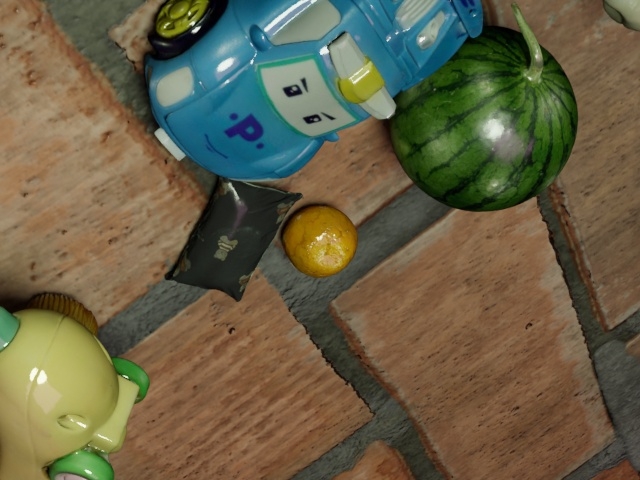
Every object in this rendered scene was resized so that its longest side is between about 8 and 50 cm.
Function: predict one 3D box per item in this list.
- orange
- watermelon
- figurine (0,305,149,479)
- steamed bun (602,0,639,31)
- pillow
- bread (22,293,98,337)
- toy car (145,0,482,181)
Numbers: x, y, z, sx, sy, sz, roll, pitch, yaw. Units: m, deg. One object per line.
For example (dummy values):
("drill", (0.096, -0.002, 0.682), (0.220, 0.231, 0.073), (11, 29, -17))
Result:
("orange", (0.000, 0.000, 1.091), (0.083, 0.070, 0.083), (-10, 123, -15))
("watermelon", (0.168, -0.124, 1.001), (0.188, 0.188, 0.215), (-6, 163, -30))
("figurine", (-0.304, 0.166, 0.950), (0.222, 0.124, 0.324), (28, 139, -18))
("steamed bun", (0.414, -0.339, 0.988), (0.325, 0.219, 0.309), (-4, 116, -1))
("pillow", (-0.092, -0.002, 1.043), (0.090, 0.048, 0.150), (9, 122, -42))
("bread", (-0.264, 0.091, 1.002), (0.085, 0.053, 0.085), (-4, 127, -5))
("toy car", (-0.003, -0.165, 0.886), (0.314, 0.166, 0.198), (-38, 134, 0))
